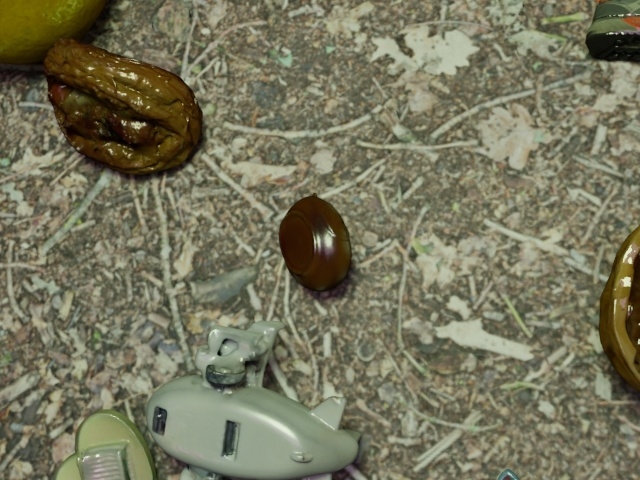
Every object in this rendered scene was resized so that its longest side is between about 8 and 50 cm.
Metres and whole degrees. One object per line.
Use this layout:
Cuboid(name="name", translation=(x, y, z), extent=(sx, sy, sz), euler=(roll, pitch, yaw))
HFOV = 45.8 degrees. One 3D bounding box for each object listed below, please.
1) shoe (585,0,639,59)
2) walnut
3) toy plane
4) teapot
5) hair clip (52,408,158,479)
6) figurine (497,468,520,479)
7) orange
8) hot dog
Cuboid(name="shoe", translation=(0.419, -0.260, 0.903), extent=(0.195, 0.074, 0.077), euler=(5, 72, 13))
Cuboid(name="walnut", translation=(0.366, 0.067, 0.815), extent=(0.167, 0.087, 0.211), euler=(20, 78, -12))
Cuboid(name="toy plane", translation=(-0.077, 0.210, 0.850), extent=(0.245, 0.117, 0.244), euler=(1, 94, 15))
Cuboid(name="teapot", translation=(0.000, 0.000, 0.910), extent=(0.098, 0.078, 0.129), euler=(-49, 52, 36))
Cuboid(name="hair clip", translation=(-0.228, 0.303, 0.872), extent=(0.159, 0.071, 0.218), euler=(-9, 81, 0))
Cuboid(name="figurine", translation=(0.178, 0.328, 0.764), extent=(0.114, 0.144, 0.178), euler=(42, 97, 25))
Cuboid(name="orange", translation=(-0.411, -0.368, 0.983), extent=(0.279, 0.235, 0.278), euler=(-1, 84, 12))
Cuboid(name="hot dog", translation=(-0.263, -0.174, 0.966), extent=(0.227, 0.160, 0.099), euler=(21, 43, 20))
